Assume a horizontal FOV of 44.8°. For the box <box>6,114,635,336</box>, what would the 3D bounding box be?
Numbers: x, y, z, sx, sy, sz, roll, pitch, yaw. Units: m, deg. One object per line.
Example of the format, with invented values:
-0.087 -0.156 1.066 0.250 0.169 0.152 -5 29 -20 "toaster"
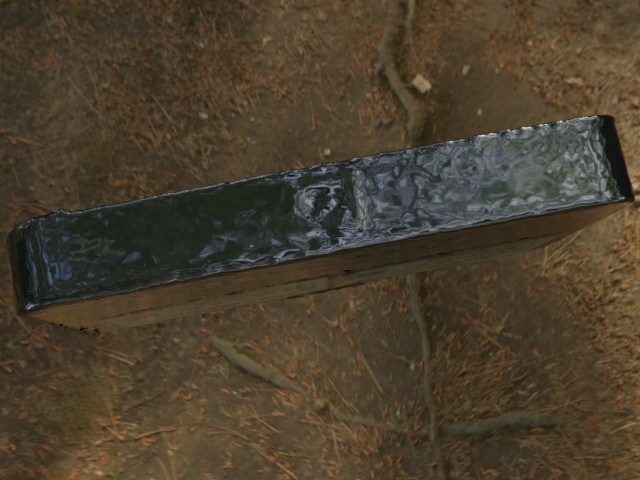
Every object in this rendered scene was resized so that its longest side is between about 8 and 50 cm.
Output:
0.000 0.000 0.509 0.350 0.211 0.058 -11 82 -5 "box"
